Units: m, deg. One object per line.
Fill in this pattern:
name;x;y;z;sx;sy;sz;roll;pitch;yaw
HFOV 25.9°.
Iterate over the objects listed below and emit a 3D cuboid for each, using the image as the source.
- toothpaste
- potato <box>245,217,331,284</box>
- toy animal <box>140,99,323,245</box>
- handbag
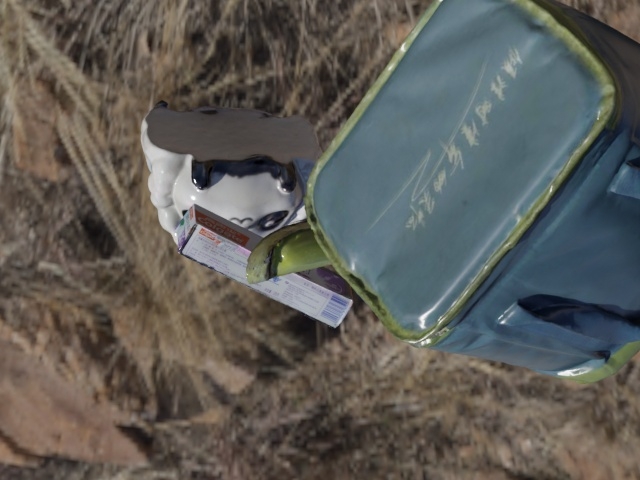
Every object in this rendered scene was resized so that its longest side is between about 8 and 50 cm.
toothpaste;-0.055;0.027;1.423;0.196;0.047;0.040;27;115;-23
potato;0.000;0.000;1.282;0.119;0.198;0.054;-9;93;45
toy animal;-0.108;-0.064;1.620;0.208;0.204;0.156;0;124;-15
handbag;0.155;-0.036;1.022;0.241;0.222;0.263;21;115;-46
